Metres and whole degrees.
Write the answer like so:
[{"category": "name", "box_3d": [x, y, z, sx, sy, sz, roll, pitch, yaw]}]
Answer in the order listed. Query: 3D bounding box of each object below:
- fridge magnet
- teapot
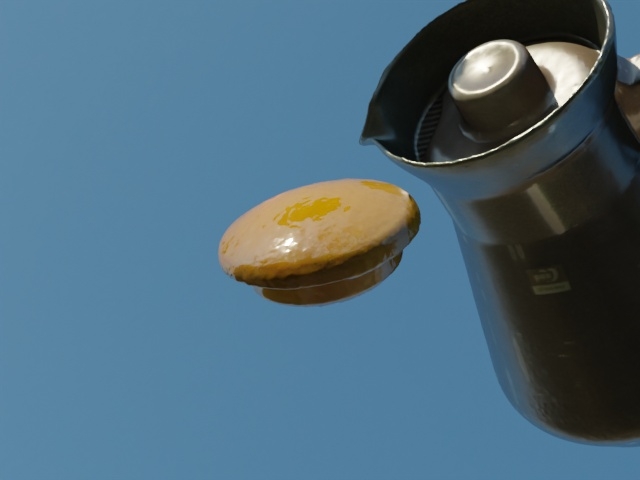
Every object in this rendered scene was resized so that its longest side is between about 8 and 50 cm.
[{"category": "fridge magnet", "box_3d": [0.000, 0.000, 1.070, 0.143, 0.143, 0.063, -3, -62, 21]}, {"category": "teapot", "box_3d": [0.223, -0.022, 1.224, 0.300, 0.253, 0.344, -21, -50, 22]}]
